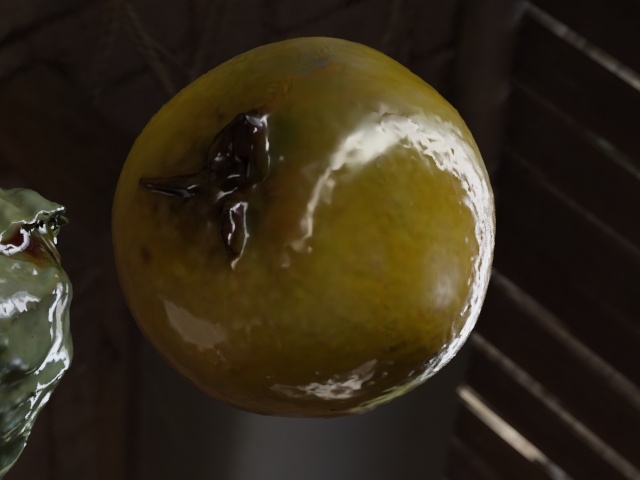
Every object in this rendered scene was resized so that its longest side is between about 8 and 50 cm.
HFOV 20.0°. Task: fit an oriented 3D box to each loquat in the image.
[{"bbox_3d":[0.000,0.000,1.559,0.328,0.328,0.359,-51,148,0],"label":"loquat"}]

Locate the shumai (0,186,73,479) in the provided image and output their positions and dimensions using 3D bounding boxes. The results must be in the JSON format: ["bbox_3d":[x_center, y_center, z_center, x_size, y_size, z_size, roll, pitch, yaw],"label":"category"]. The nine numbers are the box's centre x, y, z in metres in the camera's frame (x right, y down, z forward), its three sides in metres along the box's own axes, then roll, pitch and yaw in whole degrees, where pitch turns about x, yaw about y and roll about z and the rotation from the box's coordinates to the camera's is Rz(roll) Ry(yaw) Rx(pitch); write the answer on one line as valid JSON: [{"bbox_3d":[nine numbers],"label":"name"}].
[{"bbox_3d":[-0.233,0.070,0.795,0.189,0.255,0.218,-46,144,-55],"label":"shumai"}]
